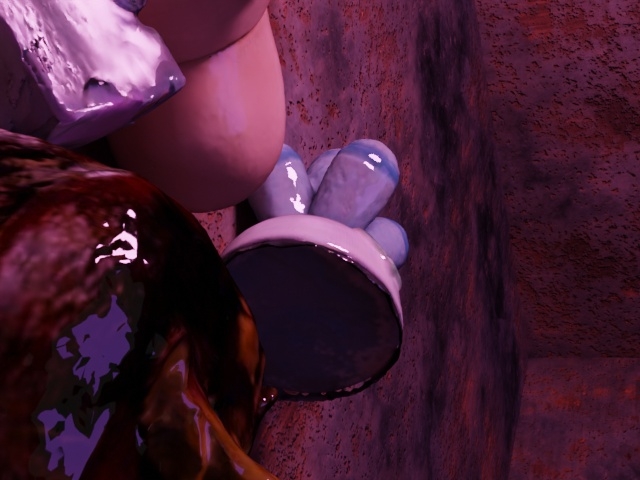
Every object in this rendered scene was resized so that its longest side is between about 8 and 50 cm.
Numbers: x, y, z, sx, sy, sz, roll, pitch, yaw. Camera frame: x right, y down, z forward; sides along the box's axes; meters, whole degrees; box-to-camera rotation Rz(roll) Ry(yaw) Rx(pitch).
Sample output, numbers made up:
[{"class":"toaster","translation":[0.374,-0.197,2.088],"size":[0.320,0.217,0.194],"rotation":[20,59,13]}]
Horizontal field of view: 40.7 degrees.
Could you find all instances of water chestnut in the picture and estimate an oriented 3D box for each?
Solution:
[{"class":"water chestnut","translation":[-0.139,0.119,0.469],"size":[0.335,0.347,0.335],"rotation":[14,90,-80]}]

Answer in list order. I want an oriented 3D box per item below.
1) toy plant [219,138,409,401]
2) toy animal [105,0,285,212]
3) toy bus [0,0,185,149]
[{"class":"toy plant","translation":[0.000,0.000,1.056],"size":[0.332,0.247,0.247],"rotation":[-75,152,-52]},{"class":"toy animal","translation":[-0.127,-0.184,0.774],"size":[0.269,0.237,0.326],"rotation":[-139,-141,-81]},{"class":"toy bus","translation":[-0.220,-0.198,0.533],"size":[0.317,0.112,0.138],"rotation":[57,35,-13]}]
